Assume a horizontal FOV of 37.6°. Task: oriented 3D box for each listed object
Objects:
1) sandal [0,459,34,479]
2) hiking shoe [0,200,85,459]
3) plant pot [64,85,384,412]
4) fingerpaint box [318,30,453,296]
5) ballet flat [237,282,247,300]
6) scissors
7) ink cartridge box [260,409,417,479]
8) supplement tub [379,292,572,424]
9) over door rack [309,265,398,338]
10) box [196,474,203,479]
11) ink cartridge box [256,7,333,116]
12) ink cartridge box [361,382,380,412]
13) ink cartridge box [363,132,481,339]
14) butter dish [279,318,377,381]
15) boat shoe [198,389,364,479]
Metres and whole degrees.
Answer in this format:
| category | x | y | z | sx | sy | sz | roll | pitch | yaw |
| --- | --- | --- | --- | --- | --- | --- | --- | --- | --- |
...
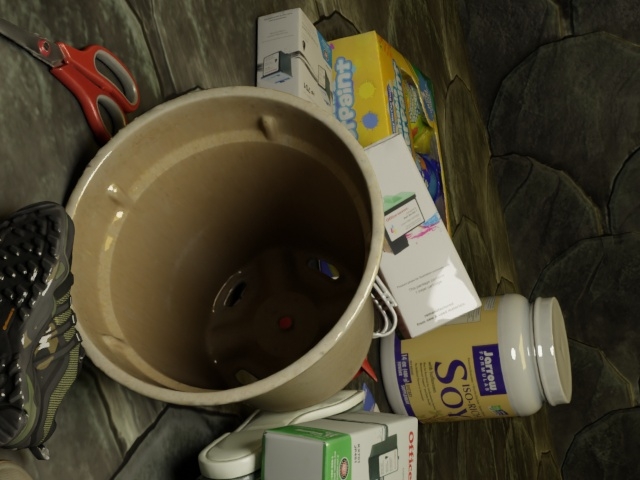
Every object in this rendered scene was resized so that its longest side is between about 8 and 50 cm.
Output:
| category | x | y | z | sx | sy | sz | roll | pitch | yaw |
| --- | --- | --- | --- | --- | --- | --- | --- | --- | --- |
| sandal | -0.240 | 0.279 | 0.816 | 0.090 | 0.060 | 0.219 | -58 | 135 | -59 |
| hiking shoe | -0.260 | 0.079 | 0.845 | 0.114 | 0.086 | 0.227 | 66 | 28 | -65 |
| plant pot | -0.074 | 0.051 | 1.042 | 0.305 | 0.333 | 0.334 | 62 | 26 | -64 |
| fingerpaint box | 0.118 | -0.112 | 1.730 | 0.371 | 0.163 | 0.445 | 12 | 70 | -67 |
| ballet flat | -0.073 | 0.042 | 1.319 | 0.074 | 0.074 | 0.203 | 55 | 33 | -48 |
| scissors | -0.279 | -0.200 | 0.975 | 0.297 | 0.021 | 0.109 | 46 | 43 | -54 |
| ink cartridge box | 0.026 | 0.277 | 1.047 | 0.208 | 0.087 | 0.153 | 3 | 88 | -58 |
| supplement tub | 0.305 | 0.230 | 1.834 | 0.241 | 0.331 | 0.241 | -9 | 90 | -68 |
| over door rack | 0.000 | 0.000 | 1.363 | 0.239 | 0.108 | 0.324 | 109 | -43 | -83 |
| box | -0.048 | 0.333 | 1.123 | 0.036 | 0.207 | 0.114 | -59 | 170 | 21 |
| ink cartridge box | -0.040 | -0.250 | 1.505 | 0.139 | 0.082 | 0.191 | 38 | 45 | -60 |
| ink cartridge box | 0.085 | 0.412 | 1.580 | 0.186 | 0.065 | 0.311 | -71 | 147 | -50 |
| ink cartridge box | 0.120 | 0.001 | 1.418 | 0.201 | 0.117 | 0.278 | 89 | -24 | -83 |
| butter dish | -0.021 | 0.160 | 1.354 | 0.160 | 0.118 | 0.160 | 40 | -9 | 43 |
| boat shoe | -0.036 | 0.256 | 1.138 | 0.319 | 0.116 | 0.099 | -17 | 98 | -62 |
